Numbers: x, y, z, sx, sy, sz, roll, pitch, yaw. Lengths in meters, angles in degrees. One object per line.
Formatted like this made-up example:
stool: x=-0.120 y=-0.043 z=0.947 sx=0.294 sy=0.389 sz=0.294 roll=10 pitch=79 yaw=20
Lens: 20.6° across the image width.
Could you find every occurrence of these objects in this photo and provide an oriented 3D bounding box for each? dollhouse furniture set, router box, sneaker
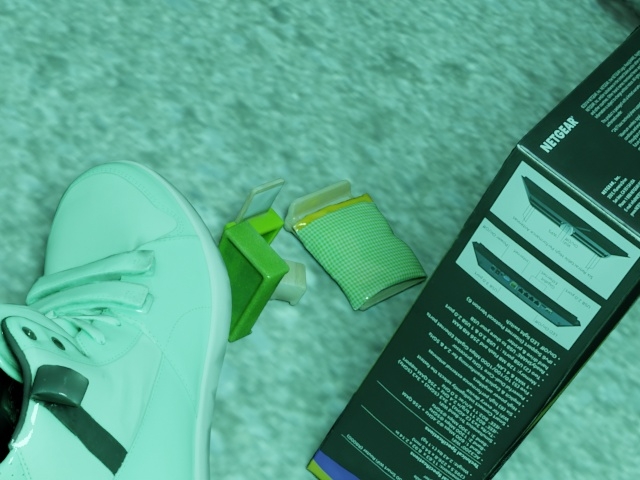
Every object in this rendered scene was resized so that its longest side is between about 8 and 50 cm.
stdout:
dollhouse furniture set: x=0.000 y=0.000 z=0.966 sx=0.151 sy=0.058 sz=0.076 roll=-23 pitch=63 yaw=-42
router box: x=0.143 y=-0.007 z=0.915 sx=0.081 sy=0.243 sz=0.309 roll=38 pitch=41 yaw=10
sneaker: x=-0.115 y=0.031 z=0.796 sx=0.151 sy=0.094 sz=0.256 roll=48 pitch=25 yaw=-44
